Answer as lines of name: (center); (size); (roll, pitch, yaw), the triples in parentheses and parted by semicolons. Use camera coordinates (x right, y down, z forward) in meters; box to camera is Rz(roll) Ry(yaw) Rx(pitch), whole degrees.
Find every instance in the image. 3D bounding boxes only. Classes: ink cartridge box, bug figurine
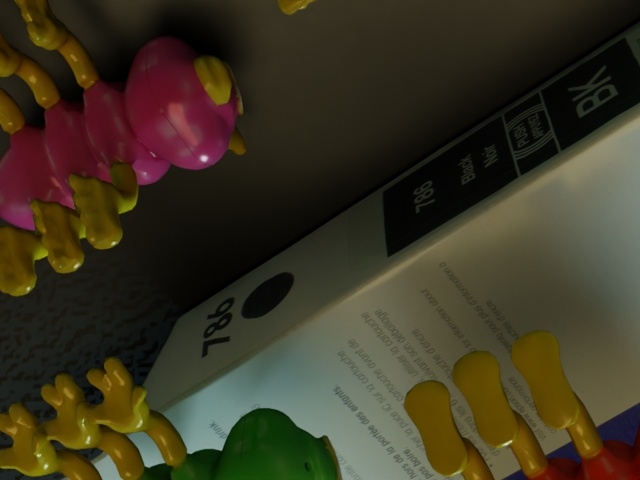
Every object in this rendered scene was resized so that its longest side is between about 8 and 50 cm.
ink cartridge box: (0.073, 0.047, 0.475); (0.333, 0.065, 0.165); (-32, 116, 15)
bug figurine: (0.000, 0.000, 0.390); (0.216, 0.072, 0.279); (-23, 75, 20)
